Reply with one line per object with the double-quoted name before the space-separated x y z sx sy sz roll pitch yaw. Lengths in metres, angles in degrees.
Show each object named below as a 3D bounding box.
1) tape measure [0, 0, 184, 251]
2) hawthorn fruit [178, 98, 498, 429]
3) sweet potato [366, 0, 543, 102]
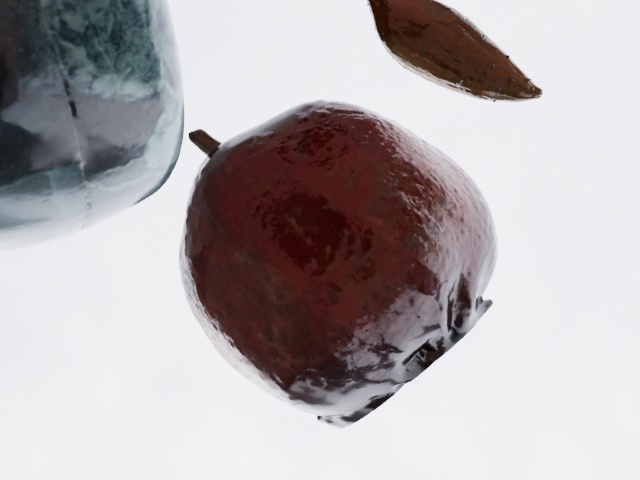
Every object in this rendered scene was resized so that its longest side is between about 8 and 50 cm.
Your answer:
"tape measure" -0.175 -0.125 0.972 0.147 0.256 0.275 -21 -143 -14
"hawthorn fruit" 0.000 0.000 1.385 0.249 0.215 0.215 45 -74 23
"sweet potato" 0.055 -0.085 0.877 0.095 0.034 0.034 33 -83 17
